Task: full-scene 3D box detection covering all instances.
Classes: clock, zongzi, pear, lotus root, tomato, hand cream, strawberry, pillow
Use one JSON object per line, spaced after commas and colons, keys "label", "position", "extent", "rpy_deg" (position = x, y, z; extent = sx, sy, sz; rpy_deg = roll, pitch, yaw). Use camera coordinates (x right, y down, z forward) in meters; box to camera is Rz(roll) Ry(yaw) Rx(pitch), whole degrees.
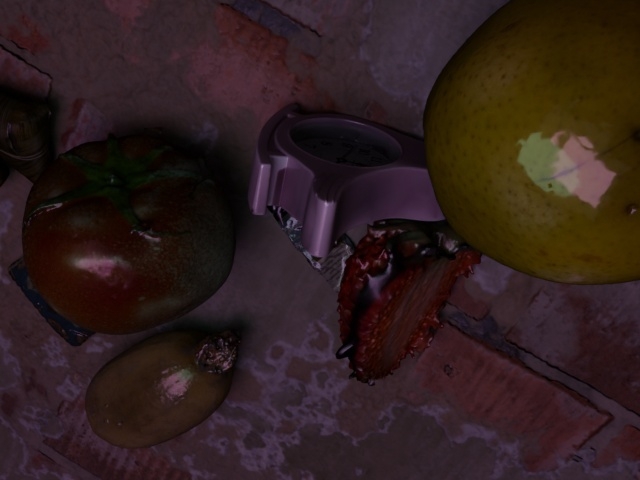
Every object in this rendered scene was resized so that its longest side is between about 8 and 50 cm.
{"label": "clock", "position": [0.042, -0.074, 1.346], "extent": [0.276, 0.290, 0.080], "rpy_deg": [14, 120, 6]}
{"label": "zongzi", "position": [-0.508, -0.165, 1.637], "extent": [0.187, 0.084, 0.184], "rpy_deg": [24, 141, 18]}
{"label": "pear", "position": [0.319, -0.128, 1.168], "extent": [0.419, 0.362, 0.362], "rpy_deg": [-9, 113, 28]}
{"label": "lotus root", "position": [-0.255, 0.241, 1.703], "extent": [0.343, 0.151, 0.169], "rpy_deg": [-30, 104, 34]}
{"label": "tomato", "position": [-0.273, -0.006, 1.500], "extent": [0.304, 0.303, 0.239], "rpy_deg": [10, 135, 16]}
{"label": "hand cream", "position": [0.000, 0.000, 1.548], "extent": [0.075, 0.052, 0.248], "rpy_deg": [-37, 95, 9]}
{"label": "strawberry", "position": [0.089, 0.076, 1.465], "extent": [0.137, 0.233, 0.306], "rpy_deg": [48, 133, 25]}
{"label": "pillow", "position": [-0.401, 0.062, 1.737], "extent": [0.256, 0.034, 0.189], "rpy_deg": [-35, 103, 30]}

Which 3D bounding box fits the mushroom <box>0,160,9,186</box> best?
{"label": "mushroom", "position": [-0.582, -0.135, 1.658], "extent": [0.171, 0.080, 0.135], "rpy_deg": [33, 163, 31]}
